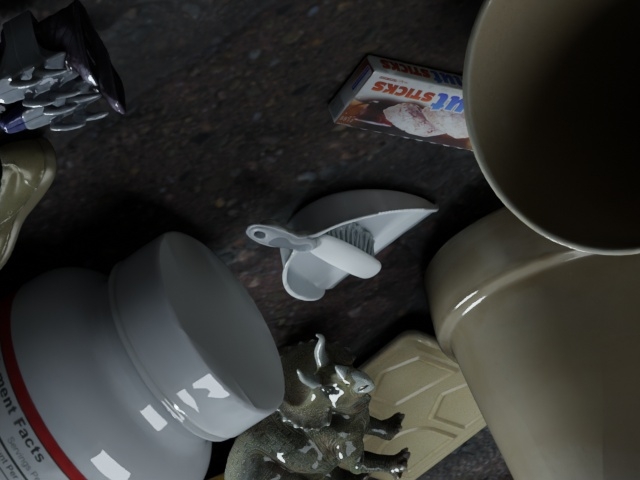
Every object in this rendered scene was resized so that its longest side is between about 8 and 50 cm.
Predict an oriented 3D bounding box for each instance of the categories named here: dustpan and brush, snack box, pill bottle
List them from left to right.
[{"bbox_3d":[-0.243,0.167,1.642,0.407,0.229,0.229,-32,144,17],"label":"pill bottle"},{"bbox_3d":[0.000,0.000,1.681,0.147,0.060,0.211,-38,143,24],"label":"dustpan and brush"},{"bbox_3d":[0.095,-0.110,1.610,0.178,0.022,0.064,9,135,-35],"label":"snack box"}]

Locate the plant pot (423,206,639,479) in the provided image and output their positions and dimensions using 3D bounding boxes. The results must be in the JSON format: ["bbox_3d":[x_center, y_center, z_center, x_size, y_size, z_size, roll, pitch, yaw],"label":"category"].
[{"bbox_3d":[0.276,0.135,1.767,0.323,0.280,0.323,-8,156,-4],"label":"plant pot"}]

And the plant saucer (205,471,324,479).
[{"bbox_3d":[-0.121,0.350,2.026,0.332,0.081,0.333,-23,156,-6],"label":"plant saucer"}]

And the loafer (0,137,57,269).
[{"bbox_3d":[-0.259,-0.026,1.522,0.050,0.056,0.148,11,125,-37],"label":"loafer"}]

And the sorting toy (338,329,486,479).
[{"bbox_3d":[0.053,0.155,1.953,0.229,0.041,0.307,-37,141,28],"label":"sorting toy"}]

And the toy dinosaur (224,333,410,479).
[{"bbox_3d":[-0.018,0.201,1.851,0.160,0.121,0.313,28,125,-16],"label":"toy dinosaur"}]

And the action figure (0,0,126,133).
[{"bbox_3d":[-0.288,-0.087,1.384,0.285,0.099,0.185,-20,151,5],"label":"action figure"}]

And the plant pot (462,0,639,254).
[{"bbox_3d":[0.287,-0.114,1.538,0.256,0.256,0.274,-38,160,25],"label":"plant pot"}]
